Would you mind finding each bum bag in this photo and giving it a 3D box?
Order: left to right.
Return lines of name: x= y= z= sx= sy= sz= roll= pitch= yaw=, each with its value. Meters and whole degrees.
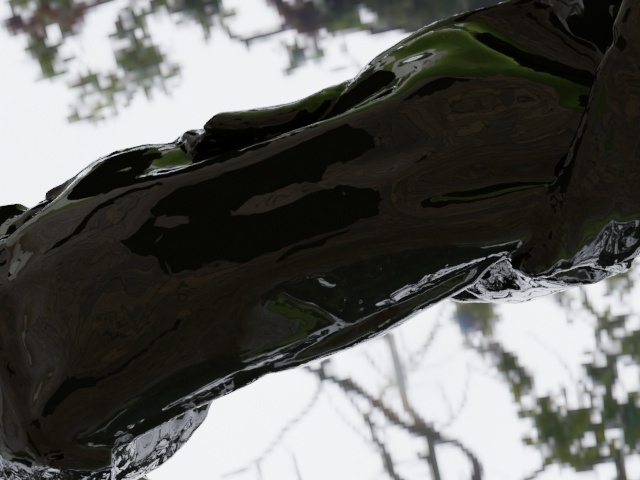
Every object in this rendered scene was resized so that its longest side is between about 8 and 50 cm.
bum bag: x=0.000 y=0.000 z=0.605 sx=0.326 sy=0.080 sz=0.142 roll=-20 pitch=-129 yaw=10

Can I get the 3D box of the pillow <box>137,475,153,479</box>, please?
pillow: x=-0.149 y=0.200 z=1.146 sx=0.173 sy=0.067 sz=0.270 roll=-27 pitch=-155 yaw=-19
